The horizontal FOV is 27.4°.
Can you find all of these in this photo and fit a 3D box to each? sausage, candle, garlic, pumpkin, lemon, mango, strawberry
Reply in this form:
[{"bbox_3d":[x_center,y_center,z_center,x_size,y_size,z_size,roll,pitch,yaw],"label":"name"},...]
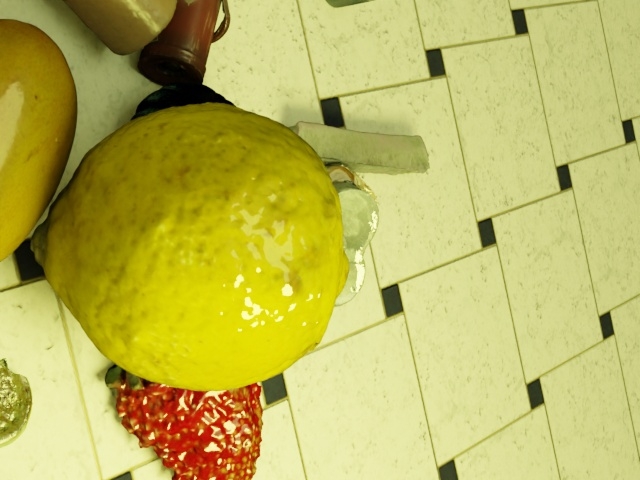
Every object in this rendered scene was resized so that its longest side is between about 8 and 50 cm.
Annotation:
[{"bbox_3d":[-0.306,-0.367,1.697,0.253,0.123,0.123,46,52,-35],"label":"sausage"},{"bbox_3d":[0.000,0.000,2.002,0.168,0.068,0.192,8,98,-28],"label":"candle"},{"bbox_3d":[0.025,-0.071,2.075,0.094,0.074,0.113,-40,122,-6],"label":"garlic"},{"bbox_3d":[-0.179,-0.121,1.796,0.194,0.150,0.194,1,85,-15],"label":"pumpkin"},{"bbox_3d":[-0.150,0.007,1.582,0.387,0.350,0.349,8,74,-10],"label":"lemon"},{"bbox_3d":[-0.383,-0.103,1.508,0.211,0.173,0.317,75,25,-66],"label":"mango"},{"bbox_3d":[-0.134,0.222,1.790,0.306,0.138,0.233,54,46,-27],"label":"strawberry"}]

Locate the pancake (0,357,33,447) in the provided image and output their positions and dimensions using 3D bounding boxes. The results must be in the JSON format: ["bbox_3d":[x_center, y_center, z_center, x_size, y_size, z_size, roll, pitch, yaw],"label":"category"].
[{"bbox_3d":[-0.401,0.195,1.564,0.129,0.023,0.116,14,73,-43],"label":"pancake"}]

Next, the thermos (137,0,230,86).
[{"bbox_3d":[-0.188,-0.337,1.849,0.124,0.099,0.232,30,63,-42],"label":"thermos"}]

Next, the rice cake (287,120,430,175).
[{"bbox_3d":[0.059,-0.145,2.141,0.365,0.056,0.072,0,79,-50],"label":"rice cake"}]

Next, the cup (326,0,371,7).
[{"bbox_3d":[0.046,-0.436,2.159,0.078,0.077,0.100,-27,105,-49],"label":"cup"}]
